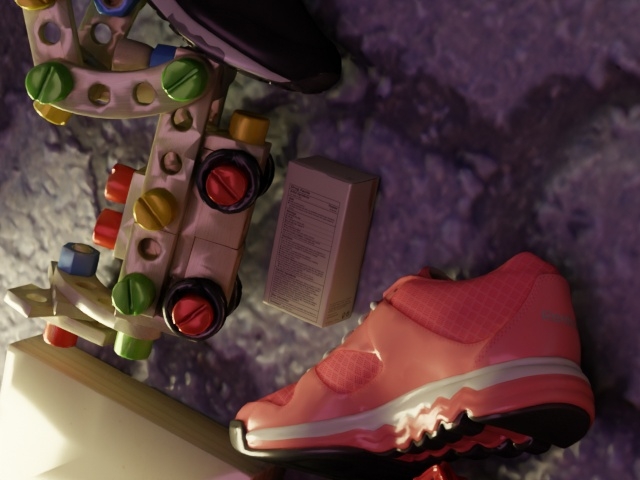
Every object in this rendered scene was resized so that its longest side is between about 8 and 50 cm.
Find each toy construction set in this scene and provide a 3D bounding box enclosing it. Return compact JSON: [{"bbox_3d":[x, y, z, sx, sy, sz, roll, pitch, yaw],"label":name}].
[{"bbox_3d":[-0.151,-0.037,1.113,0.215,0.151,0.327,17,119,5],"label":"toy construction set"}]

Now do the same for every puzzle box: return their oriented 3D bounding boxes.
[{"bbox_3d":[-0.189,0.315,1.271,0.272,0.052,0.408,24,112,28],"label":"puzzle box"}]

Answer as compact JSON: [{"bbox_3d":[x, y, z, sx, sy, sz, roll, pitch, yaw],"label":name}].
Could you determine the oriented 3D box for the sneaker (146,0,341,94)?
[{"bbox_3d":[-0.077,-0.226,1.058,0.283,0.107,0.124,44,114,19],"label":"sneaker"}]

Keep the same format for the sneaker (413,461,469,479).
[{"bbox_3d":[0.040,0.199,1.031,0.221,0.087,0.128,30,89,35],"label":"sneaker"}]

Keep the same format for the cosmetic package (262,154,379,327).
[{"bbox_3d":[0.000,0.000,1.085,0.060,0.041,0.115,24,112,29],"label":"cosmetic package"}]

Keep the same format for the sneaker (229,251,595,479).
[{"bbox_3d":[0.062,0.093,1.043,0.314,0.116,0.136,-18,60,41],"label":"sneaker"}]
